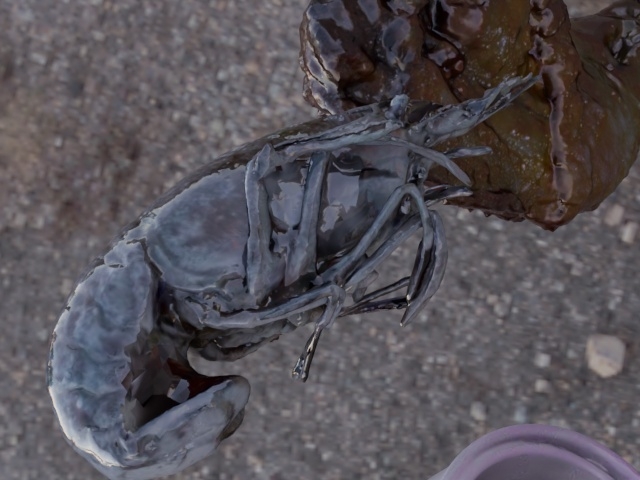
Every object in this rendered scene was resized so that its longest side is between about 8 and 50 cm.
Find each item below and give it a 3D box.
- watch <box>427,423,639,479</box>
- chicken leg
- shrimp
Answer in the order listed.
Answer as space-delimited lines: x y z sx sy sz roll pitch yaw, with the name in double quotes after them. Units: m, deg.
0.116 0.234 0.744 0.211 0.218 0.248 -49 22 48 "watch"
0.108 -0.097 0.722 0.083 0.323 0.177 15 95 44 "chicken leg"
0.000 0.000 0.372 0.165 0.056 0.065 -31 80 -13 "shrimp"
